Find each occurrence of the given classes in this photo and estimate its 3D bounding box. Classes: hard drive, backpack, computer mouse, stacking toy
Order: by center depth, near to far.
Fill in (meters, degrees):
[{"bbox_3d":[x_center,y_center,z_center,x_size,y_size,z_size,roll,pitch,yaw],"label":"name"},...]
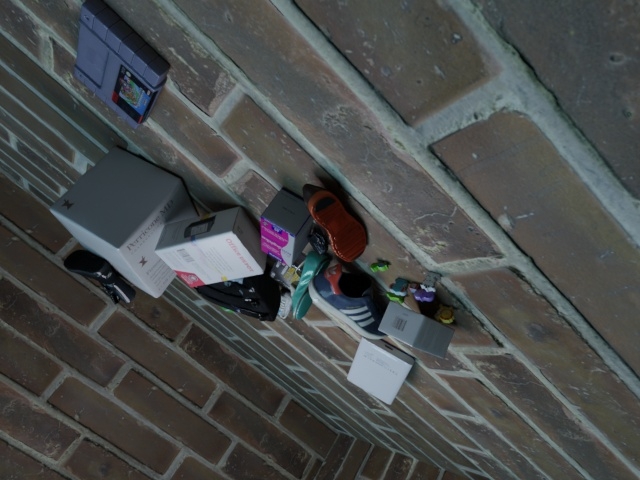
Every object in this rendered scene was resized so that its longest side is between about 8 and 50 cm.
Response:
[{"bbox_3d":[0.249,0.141,1.312,0.221,0.052,0.167,13,147,39],"label":"stacking toy"},{"bbox_3d":[0.000,0.000,1.320,0.071,0.041,0.242,54,174,3],"label":"computer mouse"},{"bbox_3d":[-0.348,0.151,1.859,0.355,0.273,0.290,1,146,17],"label":"backpack"},{"bbox_3d":[0.230,0.509,1.883,0.210,0.040,0.319,27,137,15],"label":"hard drive"}]

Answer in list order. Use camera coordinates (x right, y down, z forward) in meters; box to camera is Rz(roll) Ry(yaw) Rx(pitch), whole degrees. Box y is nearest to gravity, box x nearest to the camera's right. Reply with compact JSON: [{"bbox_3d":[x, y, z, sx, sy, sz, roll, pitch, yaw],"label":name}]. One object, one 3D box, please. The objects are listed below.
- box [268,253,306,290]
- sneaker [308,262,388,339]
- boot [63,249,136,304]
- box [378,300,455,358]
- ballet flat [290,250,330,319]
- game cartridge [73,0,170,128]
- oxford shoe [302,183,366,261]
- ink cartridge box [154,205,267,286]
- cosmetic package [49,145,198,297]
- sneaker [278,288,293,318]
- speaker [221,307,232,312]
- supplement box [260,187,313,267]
[{"bbox_3d":[-0.078,0.122,1.668,0.183,0.056,0.231,36,155,-1],"label":"box"},{"bbox_3d":[0.133,0.186,1.467,0.350,0.131,0.148,32,121,-31],"label":"sneaker"},{"bbox_3d":[-0.833,0.146,1.809,0.246,0.094,0.207,11,142,31],"label":"boot"},{"bbox_3d":[0.272,0.252,1.348,0.170,0.091,0.130,27,174,-42],"label":"box"},{"bbox_3d":[-0.049,0.135,1.530,0.087,0.083,0.247,36,116,26],"label":"ballet flat"},{"bbox_3d":[-0.528,-0.437,1.247,0.230,0.068,0.355,47,152,-14],"label":"game cartridge"},{"bbox_3d":[0.039,-0.048,1.229,0.098,0.097,0.271,50,175,46],"label":"oxford shoe"},{"bbox_3d":[-0.362,0.029,1.624,0.306,0.131,0.226,-12,136,18],"label":"ink cartridge box"},{"bbox_3d":[-0.680,-0.059,1.764,0.327,0.329,0.394,27,154,17],"label":"cosmetic package"},{"bbox_3d":[-0.148,0.270,1.980,0.071,0.083,0.191,27,152,20],"label":"sneaker"},{"bbox_3d":[-0.493,0.208,2.238,0.131,0.131,0.296,0,138,50],"label":"speaker"},{"bbox_3d":[-0.096,-0.031,1.363,0.111,0.114,0.220,30,156,9],"label":"supplement box"}]
